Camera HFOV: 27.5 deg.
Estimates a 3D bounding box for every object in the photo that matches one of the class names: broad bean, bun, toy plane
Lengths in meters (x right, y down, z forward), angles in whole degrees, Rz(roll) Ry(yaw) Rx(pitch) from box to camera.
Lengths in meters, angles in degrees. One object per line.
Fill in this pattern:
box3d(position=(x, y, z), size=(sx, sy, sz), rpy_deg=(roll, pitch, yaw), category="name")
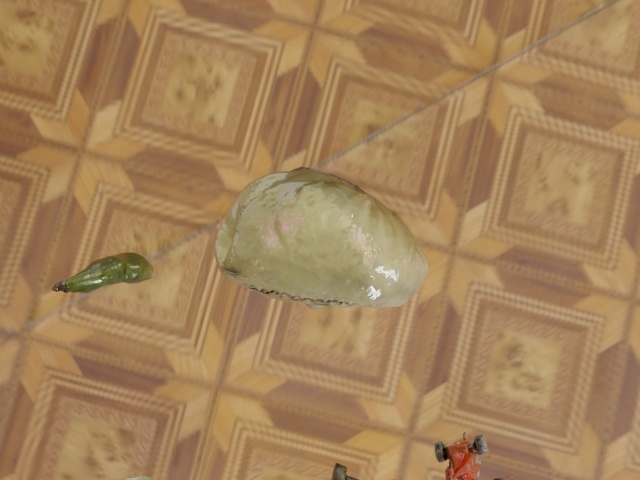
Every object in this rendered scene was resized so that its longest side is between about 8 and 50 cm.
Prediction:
box3d(position=(-0.280, 0.042, 1.780), size=(0.061, 0.195, 0.046), rpy_deg=(-13, 91, 33), category="broad bean")
box3d(position=(0.003, 0.001, 1.611), size=(0.273, 0.273, 0.168), rpy_deg=(12, 89, -3), category="bun")
box3d(position=(0.168, 0.289, 1.648), size=(0.126, 0.194, 0.077), rpy_deg=(-16, 83, 34), category="toy plane")

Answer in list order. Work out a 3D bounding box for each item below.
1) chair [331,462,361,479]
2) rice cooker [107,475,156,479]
box3d(position=(0.188, 0.479, 1.280), size=(0.410, 0.364, 0.362), rpy_deg=(11, 99, -4), category="chair")
box3d(position=(-0.266, 0.430, 1.515), size=(0.288, 0.288, 0.277), rpy_deg=(-30, 73, -11), category="rice cooker")
